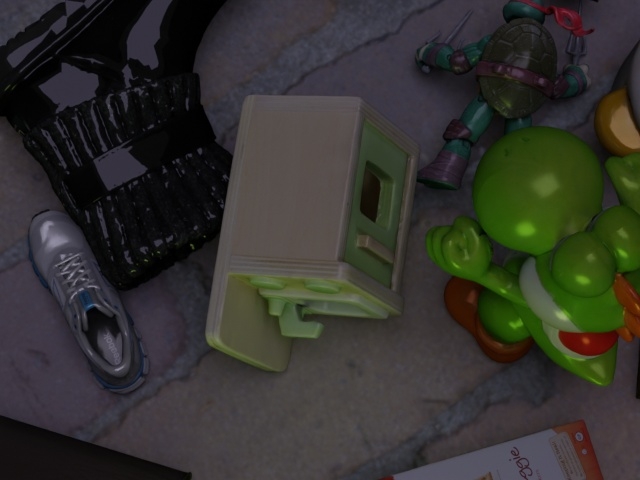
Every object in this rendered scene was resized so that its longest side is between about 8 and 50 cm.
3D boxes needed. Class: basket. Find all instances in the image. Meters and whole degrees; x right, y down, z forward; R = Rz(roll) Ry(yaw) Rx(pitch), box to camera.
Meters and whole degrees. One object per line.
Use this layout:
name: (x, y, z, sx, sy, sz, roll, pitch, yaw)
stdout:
basket: (-0.262, 0.251, 1.650, 0.227, 0.154, 0.204, 25, 81, 6)

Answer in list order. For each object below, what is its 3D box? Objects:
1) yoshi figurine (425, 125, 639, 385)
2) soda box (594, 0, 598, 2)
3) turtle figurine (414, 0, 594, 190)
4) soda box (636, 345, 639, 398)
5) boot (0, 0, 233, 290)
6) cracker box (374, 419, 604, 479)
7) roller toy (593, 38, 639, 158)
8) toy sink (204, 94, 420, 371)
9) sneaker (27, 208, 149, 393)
yoshi figurine: (0.199, -0.004, 1.615, 0.203, 0.362, 0.203, 19, 79, 1)
soda box: (0.263, -0.316, 1.806, 0.060, 0.053, 0.169, 16, 54, -1)
turtle figurine: (0.175, -0.153, 1.774, 0.175, 0.118, 0.234, 16, 84, 0)
soda box: (0.345, 0.064, 1.765, 0.061, 0.058, 0.181, 7, 79, -2)
boot: (-0.124, -0.142, 1.741, 0.348, 0.131, 0.260, -39, 81, -5)
cracker box: (0.156, 0.268, 1.675, 0.232, 0.067, 0.155, -14, 80, -24)
roller toy: (0.378, -0.134, 1.760, 0.209, 0.146, 0.191, 22, 78, 2)
toy sink: (0.000, 0.000, 1.688, 0.131, 0.153, 0.234, 3, 76, 26)
sneaker: (-0.217, 0.050, 1.723, 0.071, 0.083, 0.190, -29, 80, -6)
